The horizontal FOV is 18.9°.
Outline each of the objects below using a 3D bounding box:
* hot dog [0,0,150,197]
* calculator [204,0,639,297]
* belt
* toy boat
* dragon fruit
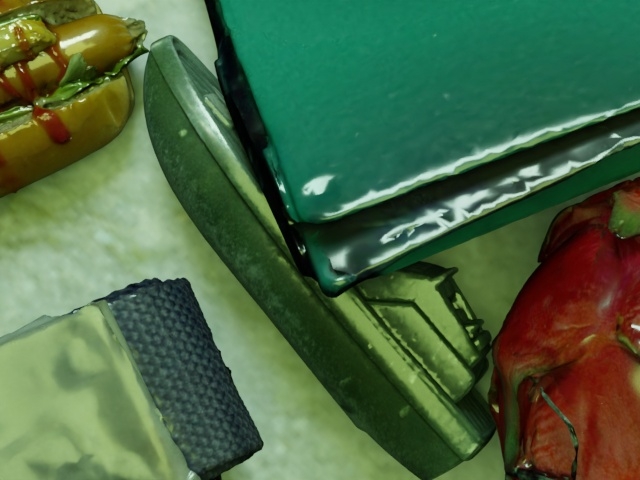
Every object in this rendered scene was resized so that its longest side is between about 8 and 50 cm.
[{"bbox_3d":[-0.202,-0.058,0.967,0.250,0.076,0.104,-23,85,1],"label":"hot dog"},{"bbox_3d":[0.067,-0.118,0.926,0.248,0.058,0.274,-22,55,-4],"label":"calculator"},{"bbox_3d":[-0.145,0.115,0.920,0.230,0.139,0.126,-24,85,-3],"label":"belt"},{"bbox_3d":[0.000,0.000,0.957,0.085,0.078,0.260,-40,85,15],"label":"toy boat"},{"bbox_3d":[0.170,0.080,0.896,0.193,0.192,0.274,19,89,3],"label":"dragon fruit"}]
